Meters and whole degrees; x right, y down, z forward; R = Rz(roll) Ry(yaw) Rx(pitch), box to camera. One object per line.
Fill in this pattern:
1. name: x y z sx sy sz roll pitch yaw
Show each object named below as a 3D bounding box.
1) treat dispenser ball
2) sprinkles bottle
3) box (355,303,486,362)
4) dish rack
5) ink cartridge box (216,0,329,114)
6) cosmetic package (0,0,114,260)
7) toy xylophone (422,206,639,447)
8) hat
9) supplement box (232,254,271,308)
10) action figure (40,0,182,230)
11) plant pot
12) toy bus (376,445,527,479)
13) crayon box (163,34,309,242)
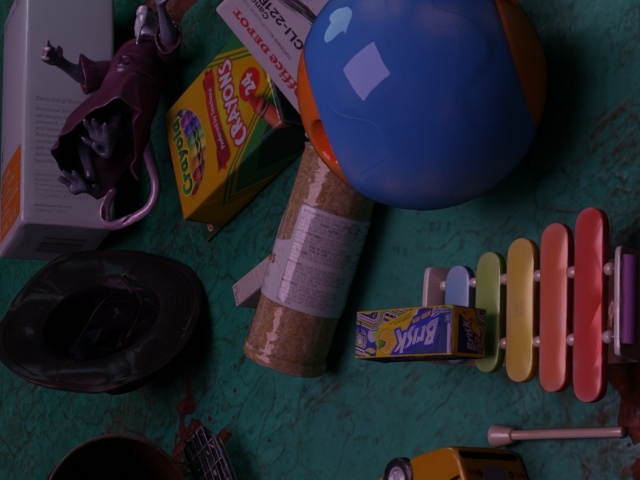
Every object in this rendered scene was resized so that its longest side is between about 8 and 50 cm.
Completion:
1. treat dispenser ball: 0.115 -0.178 1.606 0.288 0.288 0.288 -16 69 50
2. sprinkles bottle: 0.000 0.000 1.855 0.121 0.121 0.355 28 105 52
3. box: 0.113 0.108 1.601 0.169 0.054 0.059 -8 76 51
4. dish rack: -0.189 0.413 2.050 0.271 0.074 0.208 -51 46 30
5. ink cartridge box: 0.020 -0.319 1.835 0.197 0.114 0.273 51 134 -1
6. cosmetic package: -0.459 -0.209 2.432 0.230 0.161 0.453 142 129 -62
7. toy xylophone: 0.243 0.107 1.543 0.323 0.081 0.236 -21 66 49
8. hat: -0.335 0.155 2.208 0.331 0.331 0.134 54 164 44
9. supplement box: -0.071 0.060 1.983 0.098 0.062 0.036 -39 54 40
10. action figure: -0.294 -0.247 2.272 0.248 0.275 0.370 -16 38 30
11. plant pot: -0.326 0.400 2.026 0.230 0.215 0.215 152 121 -62
12. toy bus: 0.100 0.346 1.654 0.333 0.108 0.130 -41 53 39
13. crayon box: -0.137 -0.162 2.107 0.318 0.081 0.202 -43 51 39
